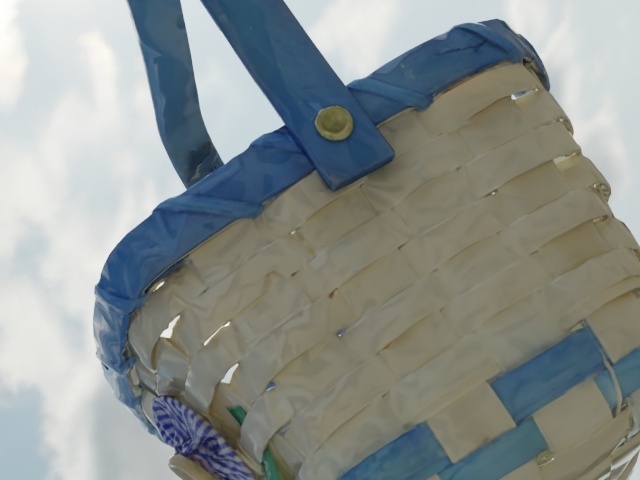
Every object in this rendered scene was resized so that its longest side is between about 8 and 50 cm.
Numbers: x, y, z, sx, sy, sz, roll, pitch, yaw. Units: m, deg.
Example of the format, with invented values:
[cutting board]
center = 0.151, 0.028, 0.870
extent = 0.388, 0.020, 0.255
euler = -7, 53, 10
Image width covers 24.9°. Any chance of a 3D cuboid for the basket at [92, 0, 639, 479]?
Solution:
[basket]
center = 0.000, 0.000, 0.579
extent = 0.289, 0.201, 0.255
euler = 58, 170, 26
